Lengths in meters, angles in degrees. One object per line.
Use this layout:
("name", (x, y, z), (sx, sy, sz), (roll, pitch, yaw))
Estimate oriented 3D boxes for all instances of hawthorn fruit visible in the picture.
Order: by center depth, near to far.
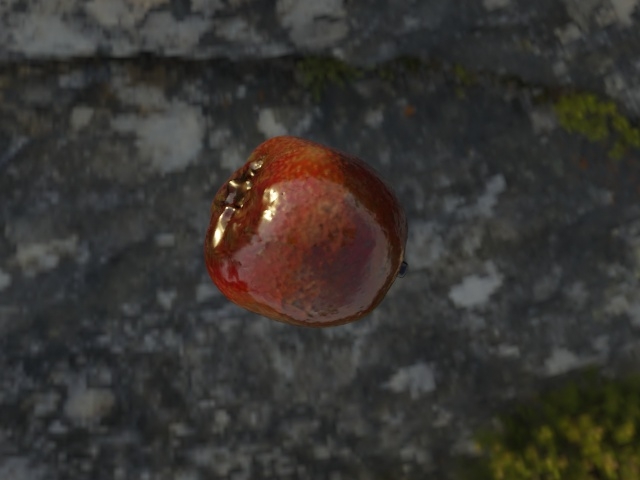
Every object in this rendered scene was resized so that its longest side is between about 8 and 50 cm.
("hawthorn fruit", (0.000, 0.000, 1.451), (0.188, 0.169, 0.169), (27, 119, -24))
